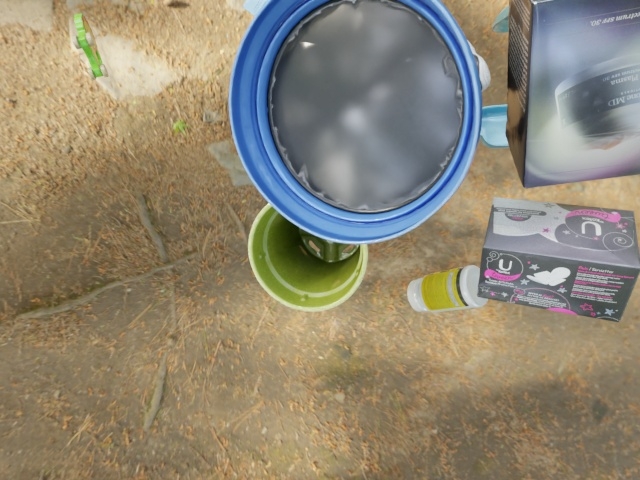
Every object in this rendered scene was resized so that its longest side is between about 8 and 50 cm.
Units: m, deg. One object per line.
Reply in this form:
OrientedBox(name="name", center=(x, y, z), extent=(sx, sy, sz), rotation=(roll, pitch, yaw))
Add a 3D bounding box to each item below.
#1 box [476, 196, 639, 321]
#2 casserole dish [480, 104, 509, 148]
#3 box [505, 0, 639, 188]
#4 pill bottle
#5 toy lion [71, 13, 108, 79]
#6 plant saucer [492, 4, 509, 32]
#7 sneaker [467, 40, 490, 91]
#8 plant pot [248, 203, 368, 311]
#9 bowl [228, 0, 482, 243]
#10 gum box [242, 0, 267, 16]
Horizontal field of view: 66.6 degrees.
OrientedBox(name="box", center=(0.435, 0.025, 0.910), extent=(0.248, 0.142, 0.163), rotation=(9, 44, 20))
OrientedBox(name="casserole dish", center=(0.458, -0.272, 1.176), extent=(0.189, 0.037, 0.114), rotation=(-6, 70, -7))
OrientedBox(name="box", center=(0.437, -0.253, 0.703), extent=(0.297, 0.293, 0.182), rotation=(-6, 43, 14))
OrientedBox(name="pill bottle", center=(0.358, 0.144, 1.387), extent=(0.119, 0.209, 0.119), rotation=(13, 70, -38))
OrientedBox(name="toy lion", center=(-0.434, -0.368, 0.917), extent=(0.034, 0.100, 0.096), rotation=(-16, 48, -8))
OrientedBox(name="plant saucer", center=(0.685, -0.716, 1.487), extent=(0.318, 0.318, 0.043), rotation=(-14, 95, -13))
OrientedBox(name="sneaker", center=(0.275, -0.440, 1.185), extent=(0.153, 0.101, 0.268), rotation=(-36, 79, -4))
OrientedBox(name="plant pot", center=(0.000, 0.000, 1.192), extent=(0.276, 0.254, 0.275), rotation=(3, 104, 14))
OrientedBox(name="bowl", center=(0.044, -0.189, 0.728), extent=(0.391, 0.391, 0.077), rotation=(57, 35, -2))
OrientedBox(name="gum box", center=(-0.043, -0.393, 0.939), extent=(0.184, 0.157, 0.041), rotation=(37, 107, 0))
